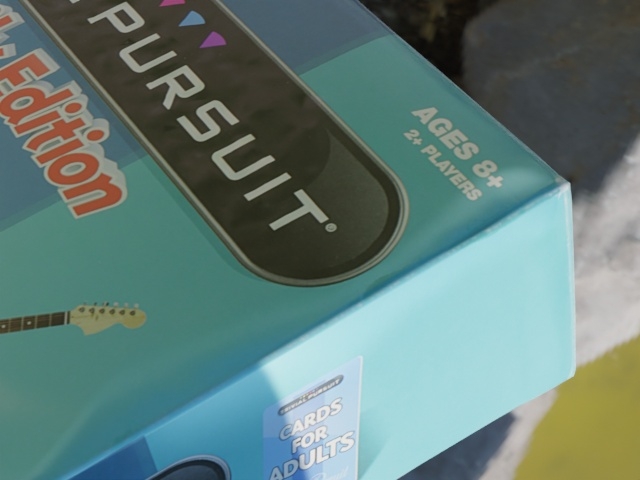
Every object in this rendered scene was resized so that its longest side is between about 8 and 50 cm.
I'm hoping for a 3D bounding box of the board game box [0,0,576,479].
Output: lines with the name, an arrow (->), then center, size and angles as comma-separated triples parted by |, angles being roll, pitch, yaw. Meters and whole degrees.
board game box -> -0.144, 0.017, 0.402 | 0.336, 0.254, 0.079 | -30, 140, -16
